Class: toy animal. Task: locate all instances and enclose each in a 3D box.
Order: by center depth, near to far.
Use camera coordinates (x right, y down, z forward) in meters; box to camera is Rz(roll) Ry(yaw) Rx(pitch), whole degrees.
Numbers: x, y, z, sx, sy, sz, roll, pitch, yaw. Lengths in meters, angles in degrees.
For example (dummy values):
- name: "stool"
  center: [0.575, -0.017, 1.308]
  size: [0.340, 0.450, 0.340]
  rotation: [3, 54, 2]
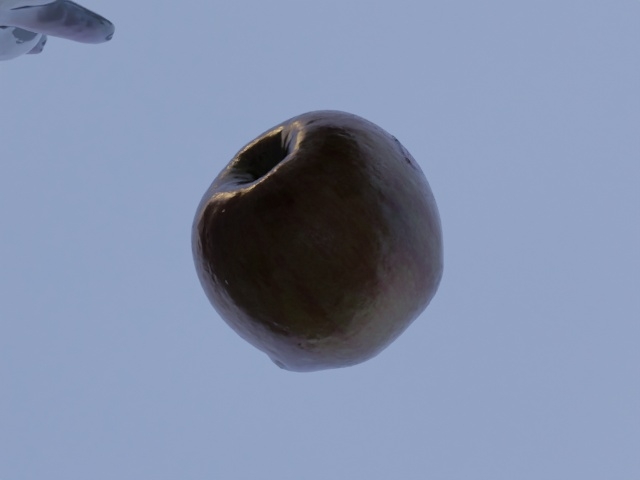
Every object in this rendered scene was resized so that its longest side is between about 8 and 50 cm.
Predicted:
- name: "toy animal"
  center: [-0.194, -0.208, 1.216]
  size: [0.282, 0.138, 0.141]
  rotation: [-14, -92, 43]

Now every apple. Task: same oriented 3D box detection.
- name: "apple"
  center: [0.000, 0.000, 1.451]
  size: [0.211, 0.188, 0.211]
  rotation: [-35, -157, 17]
